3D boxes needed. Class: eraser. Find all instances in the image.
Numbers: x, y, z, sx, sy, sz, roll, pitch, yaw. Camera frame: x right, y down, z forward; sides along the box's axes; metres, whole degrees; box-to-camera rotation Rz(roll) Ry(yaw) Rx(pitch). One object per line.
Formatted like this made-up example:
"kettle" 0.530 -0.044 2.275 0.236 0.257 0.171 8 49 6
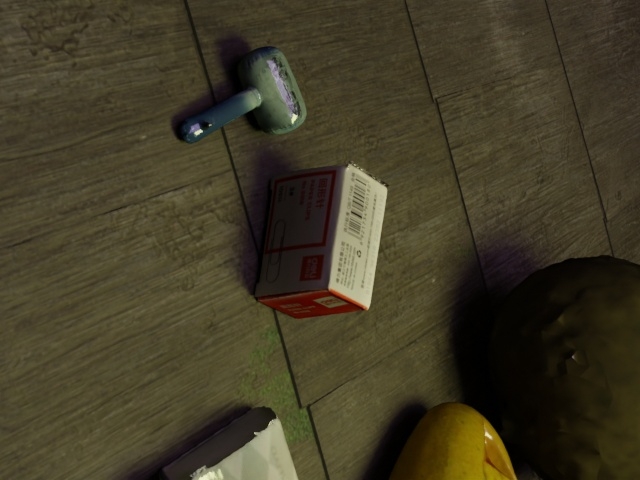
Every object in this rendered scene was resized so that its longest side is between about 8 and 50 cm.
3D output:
"eraser" -0.058 0.420 1.243 0.213 0.082 0.397 -27 102 -47

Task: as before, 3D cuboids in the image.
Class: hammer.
"hammer" -0.104 -0.169 1.339 0.194 0.069 0.116 -34 109 -39

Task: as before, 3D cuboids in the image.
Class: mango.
"mango" 0.179 0.400 1.467 0.253 0.182 0.365 36 45 -36

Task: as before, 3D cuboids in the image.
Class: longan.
"longan" 0.442 0.211 1.640 0.391 0.391 0.391 13 72 -47

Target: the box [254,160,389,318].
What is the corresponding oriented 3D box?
"box" 0.000 0.000 1.364 0.099 0.133 0.182 29 63 -43
